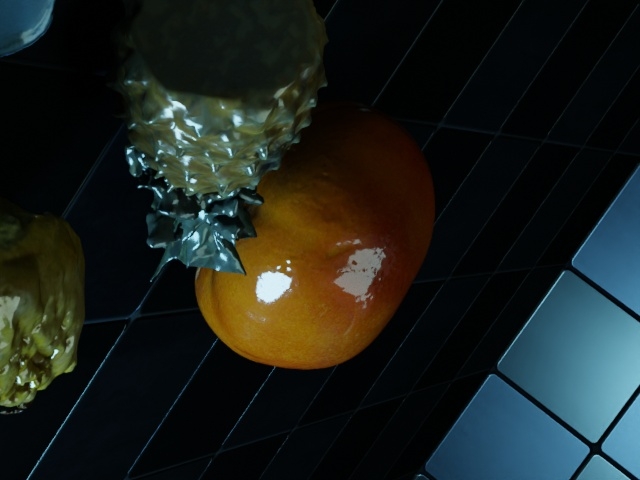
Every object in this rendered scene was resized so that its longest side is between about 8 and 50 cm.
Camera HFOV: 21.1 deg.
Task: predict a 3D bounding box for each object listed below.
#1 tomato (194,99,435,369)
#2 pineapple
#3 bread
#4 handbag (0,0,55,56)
[{"bbox_3d":[0.002,-0.003,1.585,0.259,0.180,0.260,-59,-171,16],"label":"tomato"},{"bbox_3d":[-0.088,-0.080,1.336,0.169,0.169,0.340,-45,168,-23],"label":"pineapple"},{"bbox_3d":[-0.249,0.032,1.161,0.229,0.143,0.139,-20,134,-66],"label":"bread"},{"bbox_3d":[-0.223,-0.171,0.930,0.229,0.062,0.179,-29,148,-52],"label":"handbag"}]
